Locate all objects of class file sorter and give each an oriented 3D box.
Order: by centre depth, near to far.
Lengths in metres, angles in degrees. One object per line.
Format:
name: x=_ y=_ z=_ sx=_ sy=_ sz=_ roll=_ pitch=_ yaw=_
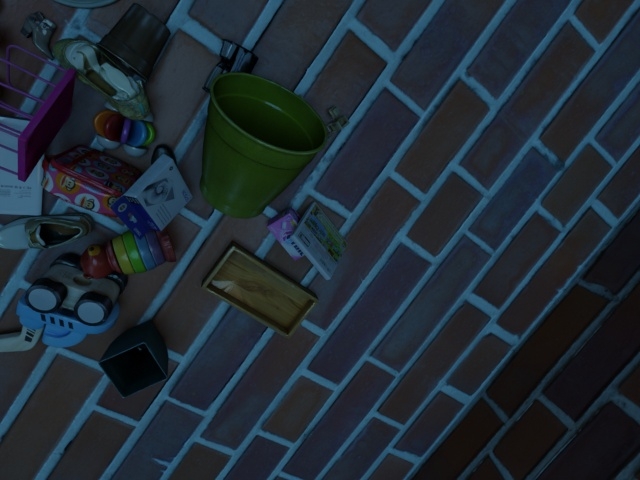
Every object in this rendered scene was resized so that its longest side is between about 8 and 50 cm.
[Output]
file sorter: x=-0.842 y=-0.358 z=1.171 sx=0.182 sy=0.290 sz=0.202 roll=24 pitch=144 yaw=-23

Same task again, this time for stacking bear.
stacking bear: x=-0.653 y=0.042 z=1.431 sx=0.289 sy=0.175 sz=0.164 roll=-18 pitch=146 yaw=-18

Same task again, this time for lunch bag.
lunch bag: x=-0.703 y=-0.193 z=1.296 sx=0.258 sy=0.293 sz=0.120 roll=25 pitch=105 yaw=-20

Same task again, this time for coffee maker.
coffee maker: x=-0.275 y=-0.535 z=1.385 sx=0.171 sy=0.120 sz=0.178 roll=19 pitch=106 yaw=-43

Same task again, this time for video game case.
video game case: x=0.000 y=0.000 z=1.586 sx=0.026 sy=0.206 sz=0.227 roll=-20 pitch=119 yaw=40

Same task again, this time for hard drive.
hard drive: x=-0.977 y=-0.230 z=1.309 sx=0.203 sy=0.040 sz=0.307 roll=1 pitch=113 yaw=-37

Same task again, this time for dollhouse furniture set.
dollhouse furniture set: x=-0.017 y=-0.443 z=1.493 sx=0.161 sy=0.101 sz=0.182 roll=-44 pitch=114 yaw=-23

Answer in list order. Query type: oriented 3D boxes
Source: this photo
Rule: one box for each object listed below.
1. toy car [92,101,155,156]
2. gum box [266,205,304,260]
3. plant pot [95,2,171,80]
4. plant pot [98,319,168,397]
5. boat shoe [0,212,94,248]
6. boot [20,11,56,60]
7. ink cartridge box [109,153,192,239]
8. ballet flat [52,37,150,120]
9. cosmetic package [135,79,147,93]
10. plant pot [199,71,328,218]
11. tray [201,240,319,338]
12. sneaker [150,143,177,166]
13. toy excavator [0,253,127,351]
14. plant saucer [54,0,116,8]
toy car: x=-0.622 y=-0.354 z=1.341 sx=0.182 sy=0.136 sz=0.159 roll=16 pitch=104 yaw=-17
gum box: x=-0.100 y=-0.021 z=1.595 sx=0.107 sy=0.062 sz=0.188 roll=-29 pitch=114 yaw=21
plant pot: x=-0.549 y=-0.600 z=1.273 sx=0.167 sy=0.167 sz=0.165 roll=33 pitch=90 yaw=-21
plant pot: x=-0.657 y=0.403 z=1.536 sx=0.165 sy=0.234 sz=0.166 roll=-24 pitch=113 yaw=-5
boat shoe: x=-0.922 y=-0.028 z=1.401 sx=0.302 sy=0.103 sz=0.113 roll=-14 pitch=111 yaw=-8
boot: x=-0.822 y=-0.614 z=1.262 sx=0.087 sy=0.042 sz=0.118 roll=-45 pitch=118 yaw=-3
ink cartridge box: x=-0.510 y=-0.121 z=1.310 sx=0.045 sy=0.223 sz=0.224 roll=32 pitch=69 yaw=14
ballet flat: x=-0.646 y=-0.500 z=1.246 sx=0.348 sy=0.123 sz=0.123 roll=42 pitch=96 yaw=-1
cosmetic package: x=-0.618 y=-0.480 z=1.342 sx=0.115 sy=0.060 sz=0.041 roll=-11 pitch=108 yaw=-11
plant pot: x=-0.218 y=-0.267 z=1.341 sx=0.366 sy=0.366 sz=0.353 roll=20 pitch=132 yaw=-18
tray: x=-0.230 y=0.197 z=1.652 sx=0.411 sy=0.076 sz=0.203 roll=35 pitch=98 yaw=-20
sneaker: x=-0.535 y=-0.204 z=1.418 sx=0.087 sy=0.130 sz=0.227 roll=10 pitch=104 yaw=-18
toy excavator: x=-0.948 y=0.274 z=1.457 sx=0.433 sy=0.222 sz=0.445 roll=22 pitch=111 yaw=-17
plant saucer: x=-0.700 y=-0.873 z=1.170 sx=0.400 sy=0.100 sz=0.400 roll=-4 pitch=108 yaw=-12
